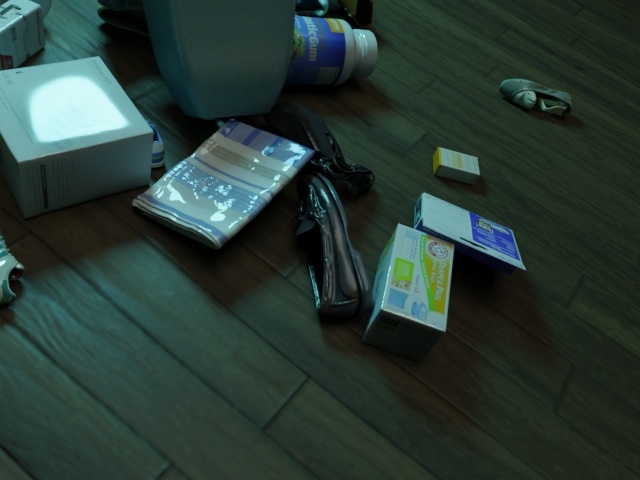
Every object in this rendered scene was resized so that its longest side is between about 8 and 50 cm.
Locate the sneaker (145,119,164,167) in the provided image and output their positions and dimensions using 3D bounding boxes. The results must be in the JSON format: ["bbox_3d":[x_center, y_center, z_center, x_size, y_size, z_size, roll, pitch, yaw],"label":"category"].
[{"bbox_3d":[-0.338,-0.205,1.145,0.053,0.059,0.144,-25,62,-32],"label":"sneaker"}]

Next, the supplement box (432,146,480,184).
[{"bbox_3d":[0.306,-0.168,1.357,0.098,0.036,0.062,14,47,-8],"label":"supplement box"}]

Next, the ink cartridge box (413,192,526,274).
[{"bbox_3d":[0.281,-0.008,1.157,0.206,0.045,0.208,24,23,1],"label":"ink cartridge box"}]

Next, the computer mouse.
[{"bbox_3d":[-0.006,-0.210,1.221,0.272,0.072,0.188,43,17,26],"label":"computer mouse"}]

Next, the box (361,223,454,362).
[{"bbox_3d":[0.155,0.087,1.038,0.114,0.103,0.203,19,47,-3],"label":"box"}]

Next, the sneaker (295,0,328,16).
[{"bbox_3d":[-0.103,-0.662,1.591,0.283,0.110,0.122,-1,55,-20],"label":"sneaker"}]

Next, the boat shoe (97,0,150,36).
[{"bbox_3d":[-0.337,-0.488,1.358,0.341,0.121,0.110,20,64,12],"label":"boat shoe"}]

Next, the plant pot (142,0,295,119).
[{"bbox_3d":[-0.195,-0.372,1.187,0.248,0.252,0.247,-11,17,-24],"label":"plant pot"}]

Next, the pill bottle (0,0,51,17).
[{"bbox_3d":[-0.683,-0.557,1.287,0.208,0.117,0.117,39,49,15],"label":"pill bottle"}]

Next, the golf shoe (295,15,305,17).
[{"bbox_3d":[-0.008,-0.547,1.556,0.176,0.069,0.086,19,41,-4],"label":"golf shoe"}]

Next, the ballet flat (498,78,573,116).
[{"bbox_3d":[0.588,-0.384,1.623,0.213,0.072,0.068,10,57,-11],"label":"ballet flat"}]

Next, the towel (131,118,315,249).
[{"bbox_3d":[-0.171,-0.113,1.080,0.209,0.034,0.285,25,55,26],"label":"towel"}]

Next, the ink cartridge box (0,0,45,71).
[{"bbox_3d":[-0.617,-0.408,1.194,0.056,0.099,0.135,22,46,1],"label":"ink cartridge box"}]

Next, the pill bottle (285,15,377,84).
[{"bbox_3d":[-0.011,-0.443,1.403,0.272,0.152,0.152,-6,53,-23],"label":"pill bottle"}]

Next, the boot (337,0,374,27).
[{"bbox_3d":[0.060,-0.723,1.603,0.104,0.295,0.211,-32,61,6],"label":"boot"}]

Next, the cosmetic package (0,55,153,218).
[{"bbox_3d":[-0.444,-0.187,1.041,0.225,0.138,0.224,-22,61,-34],"label":"cosmetic package"}]

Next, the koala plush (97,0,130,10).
[{"bbox_3d":[-0.363,-0.585,1.265,0.221,0.203,0.196,-12,69,-26],"label":"koala plush"}]

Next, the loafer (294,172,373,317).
[{"bbox_3d":[0.000,0.000,1.062,0.095,0.109,0.302,-9,56,-20],"label":"loafer"}]

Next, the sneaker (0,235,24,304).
[{"bbox_3d":[-0.488,0.031,0.901,0.075,0.057,0.161,11,44,-33],"label":"sneaker"}]
